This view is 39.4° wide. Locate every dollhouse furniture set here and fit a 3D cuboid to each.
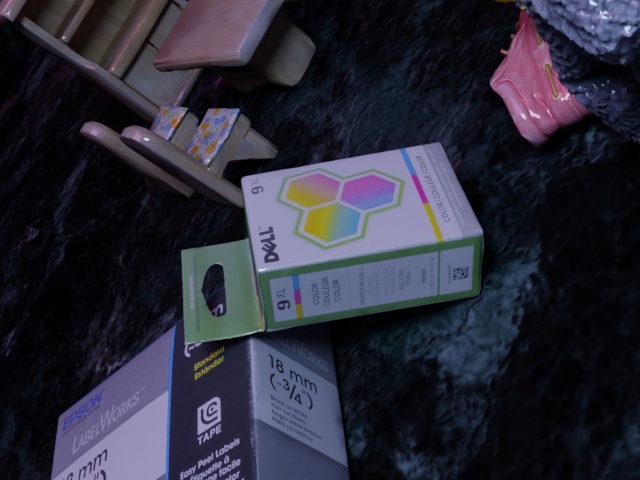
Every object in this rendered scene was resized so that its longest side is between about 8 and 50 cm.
[{"bbox_3d":[-0.184,-0.270,1.047,0.394,0.256,0.362,12,71,56],"label":"dollhouse furniture set"}]

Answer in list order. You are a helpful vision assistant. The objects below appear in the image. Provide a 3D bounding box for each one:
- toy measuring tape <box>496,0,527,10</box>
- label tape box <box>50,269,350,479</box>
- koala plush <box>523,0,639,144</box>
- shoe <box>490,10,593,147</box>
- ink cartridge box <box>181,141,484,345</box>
[{"bbox_3d":[0.255,-0.227,0.555,0.330,0.121,0.121,-24,41,13],"label":"toy measuring tape"},{"bbox_3d":[-0.103,0.148,0.703,0.240,0.106,0.334,-38,36,25],"label":"label tape box"},{"bbox_3d":[0.247,-0.093,0.433,0.196,0.203,0.221,-44,53,-4],"label":"koala plush"},{"bbox_3d":[0.160,-0.147,0.663,0.081,0.063,0.178,-33,42,22],"label":"shoe"},{"bbox_3d":[0.000,0.000,0.635,0.209,0.062,0.109,-10,40,-4],"label":"ink cartridge box"}]
